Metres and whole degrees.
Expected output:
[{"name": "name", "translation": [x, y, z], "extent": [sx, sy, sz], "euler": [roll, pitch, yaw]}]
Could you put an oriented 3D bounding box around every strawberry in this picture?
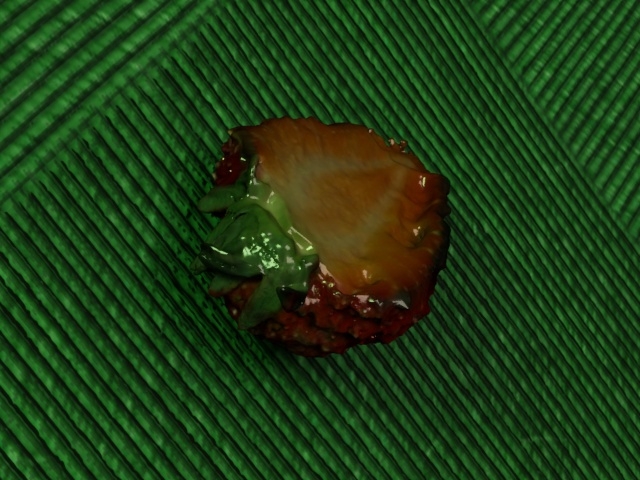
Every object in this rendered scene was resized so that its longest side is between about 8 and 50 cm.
[{"name": "strawberry", "translation": [-0.002, 0.001, 0.890], "extent": [0.140, 0.085, 0.192], "euler": [25, 32, -17]}]
